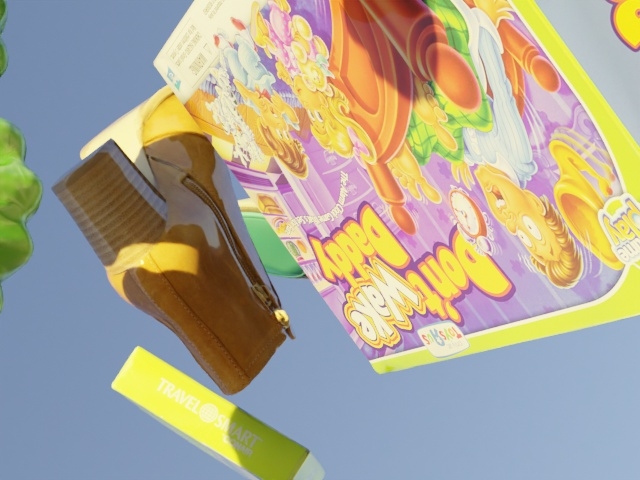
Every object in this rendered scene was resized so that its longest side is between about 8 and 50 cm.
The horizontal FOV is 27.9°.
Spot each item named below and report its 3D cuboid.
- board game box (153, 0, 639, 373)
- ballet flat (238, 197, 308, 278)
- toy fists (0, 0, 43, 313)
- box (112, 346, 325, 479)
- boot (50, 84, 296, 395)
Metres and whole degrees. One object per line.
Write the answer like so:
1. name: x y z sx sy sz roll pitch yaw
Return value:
1. board game box: 0.052 -0.064 0.621 0.078 0.347 0.233 -37 -87 -22
2. ballet flat: 0.000 0.000 1.314 0.248 0.086 0.086 17 -92 -10
3. toy fists: -0.242 -0.071 0.729 0.142 0.096 0.279 -1 -123 -29
4. box: -0.068 0.152 0.997 0.042 0.178 0.109 -57 -16 -12
5. boot: -0.094 -0.008 1.014 0.211 0.104 0.295 53 -160 -13
